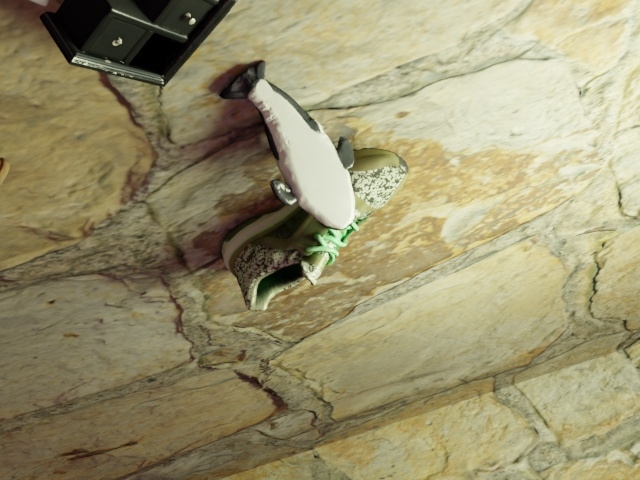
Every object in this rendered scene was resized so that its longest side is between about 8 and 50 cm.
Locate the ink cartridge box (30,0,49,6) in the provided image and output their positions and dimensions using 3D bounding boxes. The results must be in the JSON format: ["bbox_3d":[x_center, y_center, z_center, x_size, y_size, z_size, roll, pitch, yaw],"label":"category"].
[{"bbox_3d":[-0.289,-0.420,0.461,0.175,0.069,0.371,15,128,-30],"label":"ink cartridge box"}]

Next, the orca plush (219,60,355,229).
[{"bbox_3d":[-0.052,-0.137,0.856,0.287,0.102,0.151,40,77,-20],"label":"orca plush"}]

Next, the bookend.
[{"bbox_3d":[-0.209,-0.274,0.624,0.157,0.072,0.156,-39,170,22],"label":"bookend"}]

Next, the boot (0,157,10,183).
[{"bbox_3d":[-0.607,-0.114,0.713,0.283,0.109,0.220,-14,135,8],"label":"boot"}]

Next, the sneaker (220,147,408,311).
[{"bbox_3d":[0.000,0.000,0.964,0.410,0.182,0.158,-36,135,18],"label":"sneaker"}]
